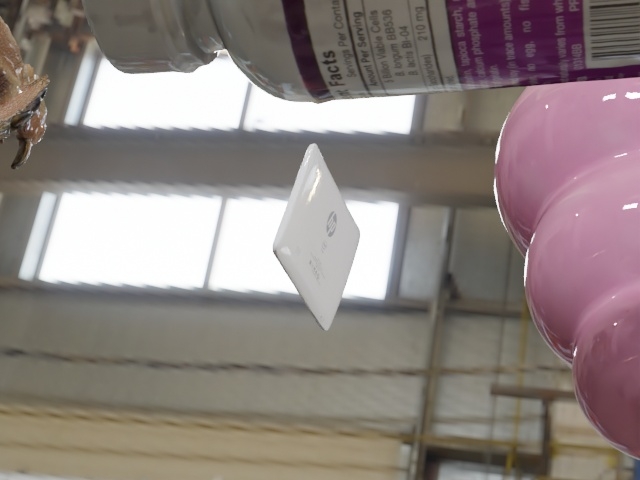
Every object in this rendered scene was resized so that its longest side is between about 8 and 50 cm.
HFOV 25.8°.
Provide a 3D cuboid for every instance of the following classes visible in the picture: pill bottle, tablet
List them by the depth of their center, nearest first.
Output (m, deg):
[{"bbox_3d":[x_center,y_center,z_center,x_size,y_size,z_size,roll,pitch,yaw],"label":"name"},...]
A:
[{"bbox_3d":[0.000,0.000,0.617,0.006,0.054,0.083,10,-24,21],"label":"tablet"},{"bbox_3d":[0.043,-0.153,0.666,0.302,0.169,0.169,-3,-31,11],"label":"pill bottle"}]

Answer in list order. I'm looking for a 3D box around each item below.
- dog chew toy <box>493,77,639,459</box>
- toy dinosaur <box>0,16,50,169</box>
[{"bbox_3d":[0.228,0.010,0.955,0.207,0.331,0.206,1,-44,1],"label":"dog chew toy"},{"bbox_3d":[-0.316,-0.153,1.066,0.296,0.200,0.127,-3,5,-39],"label":"toy dinosaur"}]
